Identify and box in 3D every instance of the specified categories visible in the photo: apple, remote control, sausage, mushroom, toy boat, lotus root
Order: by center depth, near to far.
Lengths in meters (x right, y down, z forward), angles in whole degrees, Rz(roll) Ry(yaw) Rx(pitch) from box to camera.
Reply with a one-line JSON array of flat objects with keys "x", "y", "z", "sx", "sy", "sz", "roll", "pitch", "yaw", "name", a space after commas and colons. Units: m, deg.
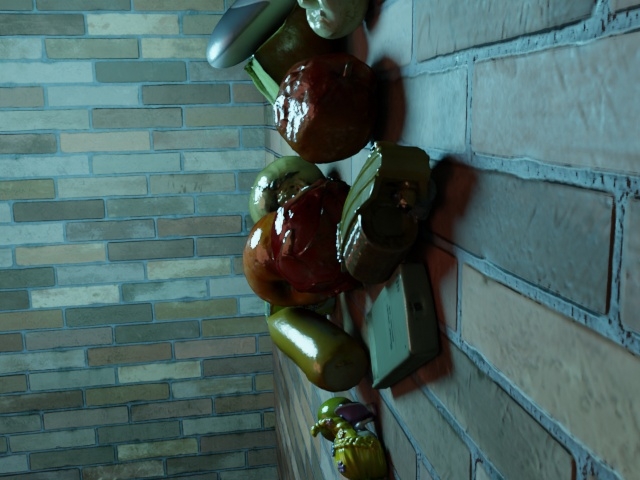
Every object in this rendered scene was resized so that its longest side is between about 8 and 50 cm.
[{"x": 0.076, "y": -0.017, "z": 0.836, "sx": 0.310, "sy": 0.089, "sz": 0.115, "roll": 113, "pitch": 163, "yaw": -70, "name": "toy boat"}, {"x": 0.104, "y": 0.129, "z": 0.910, "sx": 0.285, "sy": 0.038, "sz": 0.123, "roll": 104, "pitch": 162, "yaw": -67, "name": "remote control"}, {"x": 0.019, "y": -0.388, "z": 1.012, "sx": 0.148, "sy": 0.112, "sz": 0.148, "roll": 168, "pitch": 90, "yaw": -83, "name": "mushroom"}, {"x": -0.026, "y": 0.190, "z": 1.263, "sx": 0.328, "sy": 0.112, "sz": 0.112, "roll": 25, "pitch": 119, "yaw": 61, "name": "sausage"}, {"x": 0.036, "y": 0.347, "z": 1.268, "sx": 0.089, "sy": 0.075, "sz": 0.089, "roll": -10, "pitch": -90, "yaw": -79, "name": "apple"}, {"x": -0.047, "y": 0.039, "z": 1.271, "sx": 0.164, "sy": 0.210, "sz": 0.209, "roll": -76, "pitch": -6, "yaw": -47, "name": "apple"}, {"x": -0.056, "y": -0.350, "z": 1.271, "sx": 0.346, "sy": 0.179, "sz": 0.254, "roll": -132, "pitch": 38, "yaw": -79, "name": "apple"}, {"x": -0.110, "y": -0.475, "z": 1.330, "sx": 0.332, "sy": 0.103, "sz": 0.221, "roll": -41, "pitch": 17, "yaw": 20, "name": "remote control"}, {"x": -0.071, "y": -0.084, "z": 1.453, "sx": 0.310, "sy": 0.183, "sz": 0.182, "roll": 129, "pitch": 137, "yaw": -81, "name": "lotus root"}]

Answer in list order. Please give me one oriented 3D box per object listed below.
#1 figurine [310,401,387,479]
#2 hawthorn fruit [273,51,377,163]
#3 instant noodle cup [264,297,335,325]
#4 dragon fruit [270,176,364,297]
[{"x": 0.048, "y": 0.350, "z": 1.078, "sx": 0.094, "sy": 0.115, "sz": 0.156, "roll": 83, "pitch": 177, "yaw": -59, "name": "figurine"}, {"x": 0.008, "y": -0.201, "z": 1.001, "sx": 0.179, "sy": 0.174, "sz": 0.173, "roll": -123, "pitch": 32, "yaw": -74, "name": "hawthorn fruit"}, {"x": -0.051, "y": 0.096, "z": 1.478, "sx": 0.205, "sy": 0.153, "sz": 0.204, "roll": 179, "pitch": 90, "yaw": -80, "name": "instant noodle cup"}, {"x": 0.000, "y": 0.000, "z": 1.087, "sx": 0.172, "sy": 0.172, "sz": 0.209, "roll": -119, "pitch": 19, "yaw": -69, "name": "dragon fruit"}]
